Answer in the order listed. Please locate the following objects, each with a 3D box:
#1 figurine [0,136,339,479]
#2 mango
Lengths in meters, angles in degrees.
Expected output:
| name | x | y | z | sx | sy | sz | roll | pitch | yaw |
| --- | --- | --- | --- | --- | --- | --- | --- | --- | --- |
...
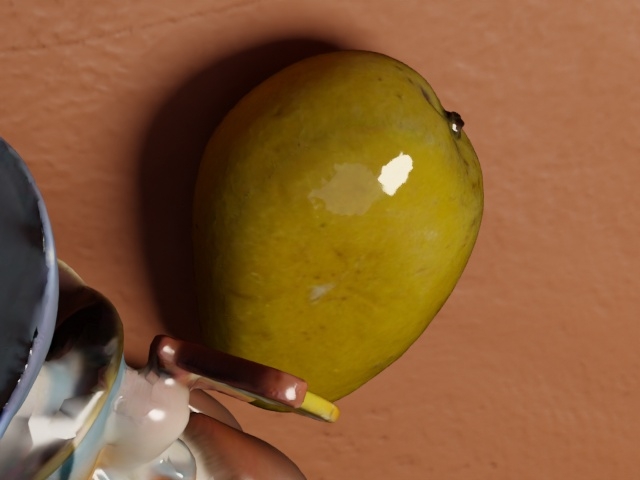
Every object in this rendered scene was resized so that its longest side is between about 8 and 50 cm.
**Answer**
| name | x | y | z | sx | sy | sz | roll | pitch | yaw |
| --- | --- | --- | --- | --- | --- | --- | --- | --- | --- |
| figurine | -0.111 | 0.137 | 0.858 | 0.276 | 0.248 | 0.388 | 1 | 155 | 21 |
| mango | 0.000 | 0.000 | 0.914 | 0.137 | 0.098 | 0.195 | 10 | 128 | -22 |
